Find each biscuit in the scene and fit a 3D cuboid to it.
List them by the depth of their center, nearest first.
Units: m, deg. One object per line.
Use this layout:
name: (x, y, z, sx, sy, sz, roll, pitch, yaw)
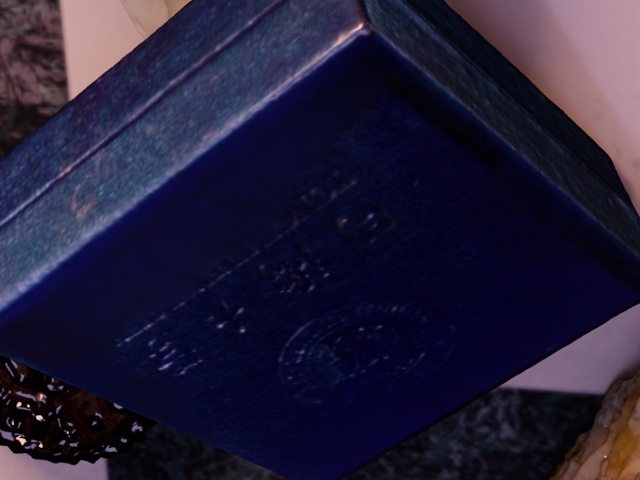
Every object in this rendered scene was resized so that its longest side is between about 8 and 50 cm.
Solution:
biscuit: (-0.185, 0.064, 0.862, 0.195, 0.053, 0.194, 5, 113, 11)

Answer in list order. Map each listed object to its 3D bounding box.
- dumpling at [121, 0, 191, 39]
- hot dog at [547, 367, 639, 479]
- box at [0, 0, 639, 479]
dumpling: (-0.025, -0.186, 0.687, 0.179, 0.131, 0.252, 29, 110, 10)
hot dog: (0.326, 0.218, 0.746, 0.365, 0.196, 0.367, 26, 118, -3)
box: (0.000, 0.000, 0.690, 0.261, 0.116, 0.279, -34, 135, 25)
